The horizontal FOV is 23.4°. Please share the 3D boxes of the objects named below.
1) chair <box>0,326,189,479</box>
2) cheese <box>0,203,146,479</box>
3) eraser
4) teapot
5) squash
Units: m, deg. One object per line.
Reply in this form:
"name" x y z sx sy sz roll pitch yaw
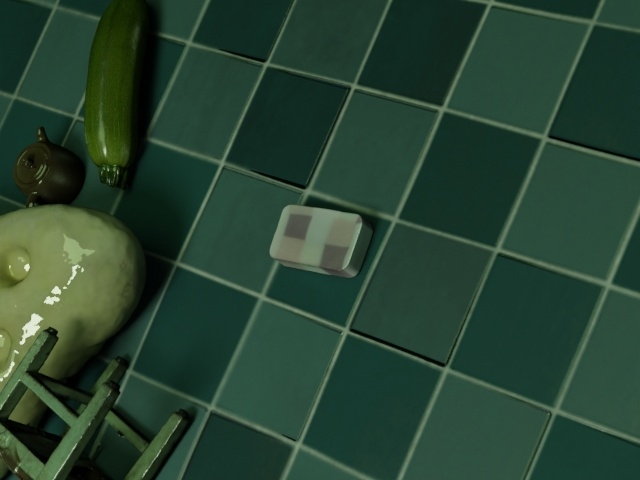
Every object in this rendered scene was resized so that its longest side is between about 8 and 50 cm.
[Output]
"chair" -0.283 0.249 1.628 0.147 0.136 0.270 33 92 39
"cheese" -0.352 0.131 1.732 0.351 0.129 0.328 -3 75 33
"eraser" 0.000 0.000 1.613 0.105 0.026 0.065 11 75 36
"teapot" -0.331 -0.075 1.835 0.076 0.068 0.121 -7 67 31
"squash" -0.242 -0.183 1.822 0.069 0.069 0.258 -10 65 30
